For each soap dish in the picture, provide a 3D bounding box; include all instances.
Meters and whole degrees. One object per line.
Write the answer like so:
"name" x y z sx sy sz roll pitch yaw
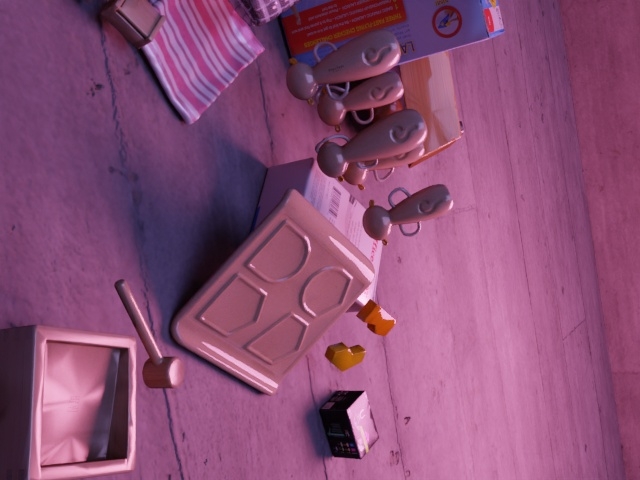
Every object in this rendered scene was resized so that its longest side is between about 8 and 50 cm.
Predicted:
"soap dish" 0.157 -0.275 1.207 0.229 0.118 0.291 -24 104 -85

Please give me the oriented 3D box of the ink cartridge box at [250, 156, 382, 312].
"ink cartridge box" 0.000 0.000 1.028 0.203 0.086 0.148 41 51 -44

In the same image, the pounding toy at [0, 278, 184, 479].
"pounding toy" -0.228 0.130 0.681 0.206 0.094 0.181 25 59 -61

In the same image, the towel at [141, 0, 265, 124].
"towel" -0.152 -0.258 0.906 0.144 0.029 0.197 60 41 -28

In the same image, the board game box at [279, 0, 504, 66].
"board game box" 0.075 -0.401 1.015 0.086 0.308 0.302 -36 114 -55

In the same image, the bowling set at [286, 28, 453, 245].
"bowling set" 0.063 -0.145 1.018 0.200 0.154 0.287 -102 171 -79

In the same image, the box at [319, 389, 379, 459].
"box" 0.044 0.277 1.074 0.062 0.052 0.083 -33 110 -52

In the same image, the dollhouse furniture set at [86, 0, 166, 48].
"dollhouse furniture set" -0.202 -0.338 0.761 0.182 0.101 0.161 43 53 -34

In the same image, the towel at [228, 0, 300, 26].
"towel" -0.067 -0.436 0.848 0.235 0.121 0.283 -38 115 -5

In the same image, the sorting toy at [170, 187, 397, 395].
"sorting toy" -0.029 0.093 0.941 0.229 0.041 0.307 -50 134 -3
